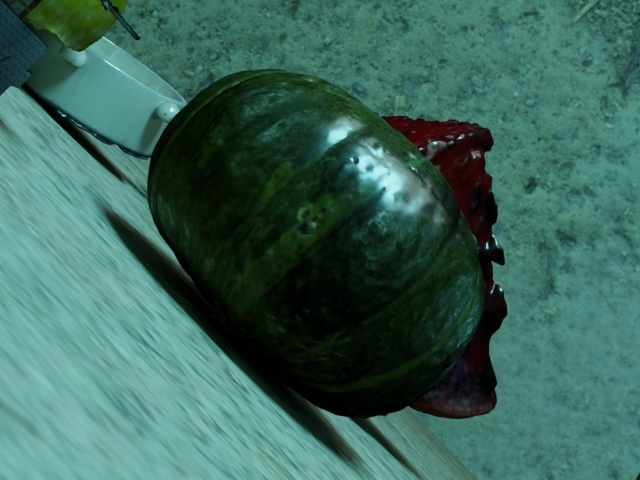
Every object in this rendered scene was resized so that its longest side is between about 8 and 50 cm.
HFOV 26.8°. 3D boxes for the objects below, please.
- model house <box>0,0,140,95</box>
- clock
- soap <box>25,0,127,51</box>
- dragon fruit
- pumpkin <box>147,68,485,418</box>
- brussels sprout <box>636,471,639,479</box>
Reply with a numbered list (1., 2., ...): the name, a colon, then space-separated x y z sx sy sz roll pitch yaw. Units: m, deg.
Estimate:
1. model house: -0.179 -0.138 0.650 0.117 0.088 0.167 45 -2 32
2. clock: -0.186 -0.128 1.091 0.229 0.063 0.155 29 10 -30
3. soap: -0.198 -0.325 0.878 0.156 0.293 0.335 42 7 40
4. dragon fruit: -0.032 0.029 1.136 0.329 0.228 0.286 19 -52 41
5. pumpkin: 0.000 0.000 0.782 0.223 0.157 0.223 48 -11 13
6. brussels sprout: 0.205 0.129 0.304 0.314 0.276 0.371 59 11 21
